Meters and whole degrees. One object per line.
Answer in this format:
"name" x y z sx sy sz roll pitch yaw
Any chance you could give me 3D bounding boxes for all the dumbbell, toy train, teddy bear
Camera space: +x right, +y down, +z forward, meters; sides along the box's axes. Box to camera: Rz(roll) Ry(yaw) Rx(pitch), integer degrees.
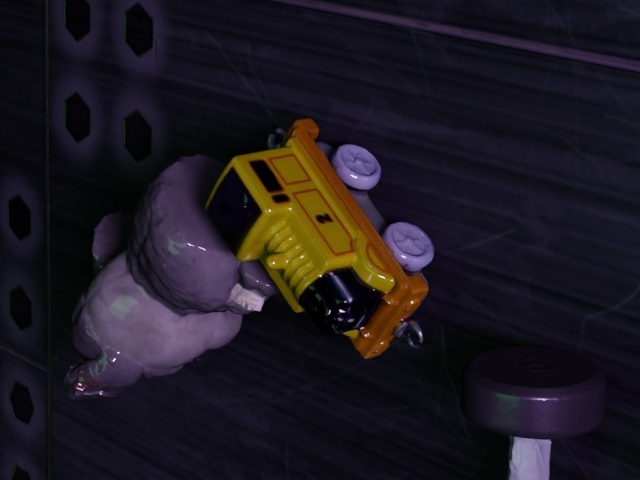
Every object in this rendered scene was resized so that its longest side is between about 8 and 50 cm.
"dumbbell" 0.144 0.178 1.102 0.100 0.100 0.191 17 112 45
"toy train" 0.000 0.000 1.201 0.219 0.127 0.089 57 135 24
"teddy bear" -0.124 0.027 1.351 0.251 0.144 0.171 -43 46 44
